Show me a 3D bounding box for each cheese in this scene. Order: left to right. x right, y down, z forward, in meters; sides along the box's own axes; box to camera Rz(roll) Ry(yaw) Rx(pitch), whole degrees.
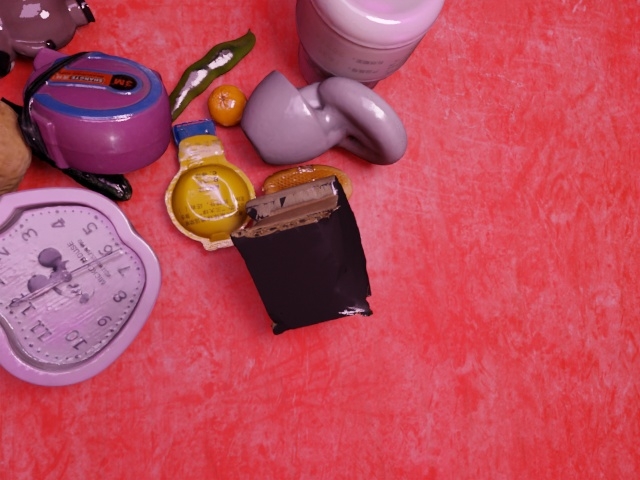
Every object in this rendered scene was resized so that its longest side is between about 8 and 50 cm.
[{"bbox_3d":[-0.226,-0.115,0.810,0.177,0.069,0.270,-14,85,-11],"label":"cheese"}]

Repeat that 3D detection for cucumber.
[{"bbox_3d":[-0.491,-0.168,0.768,0.303,0.072,0.081,31,36,-9],"label":"cucumber"}]

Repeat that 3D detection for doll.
[{"bbox_3d":[-0.570,-0.408,0.751,0.257,0.117,0.182,-36,88,-11],"label":"doll"}]

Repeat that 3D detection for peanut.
[{"bbox_3d":[-0.574,-0.140,0.679,0.137,0.253,0.122,31,37,-35],"label":"peanut"}]

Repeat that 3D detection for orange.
[{"bbox_3d":[-0.189,-0.277,0.828,0.083,0.070,0.083,0,86,-5],"label":"orange"}]

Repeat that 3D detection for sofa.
[{"bbox_3d":[-0.023,0.026,0.762,0.200,0.182,0.258,-16,115,9],"label":"sofa"}]

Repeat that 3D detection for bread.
[{"bbox_3d":[-0.026,-0.101,0.833,0.189,0.077,0.114,-8,66,-11],"label":"bread"}]

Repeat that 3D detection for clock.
[{"bbox_3d":[-0.457,0.075,0.706,0.338,0.102,0.338,-1,93,-21],"label":"clock"}]

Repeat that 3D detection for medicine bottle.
[{"bbox_3d":[0.071,-0.419,0.766,0.241,0.302,0.241,1,85,-10],"label":"medicine bottle"}]

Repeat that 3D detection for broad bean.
[{"bbox_3d":[-0.244,-0.344,0.839,0.060,0.043,0.297,45,81,-19],"label":"broad bean"}]

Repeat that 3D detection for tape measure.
[{"bbox_3d":[-0.388,-0.234,0.725,0.231,0.149,0.245,4,51,-15],"label":"tape measure"}]

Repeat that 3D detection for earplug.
[{"bbox_3d":[0.009,-0.221,0.791,0.325,0.214,0.175,8,84,0],"label":"earplug"}]
